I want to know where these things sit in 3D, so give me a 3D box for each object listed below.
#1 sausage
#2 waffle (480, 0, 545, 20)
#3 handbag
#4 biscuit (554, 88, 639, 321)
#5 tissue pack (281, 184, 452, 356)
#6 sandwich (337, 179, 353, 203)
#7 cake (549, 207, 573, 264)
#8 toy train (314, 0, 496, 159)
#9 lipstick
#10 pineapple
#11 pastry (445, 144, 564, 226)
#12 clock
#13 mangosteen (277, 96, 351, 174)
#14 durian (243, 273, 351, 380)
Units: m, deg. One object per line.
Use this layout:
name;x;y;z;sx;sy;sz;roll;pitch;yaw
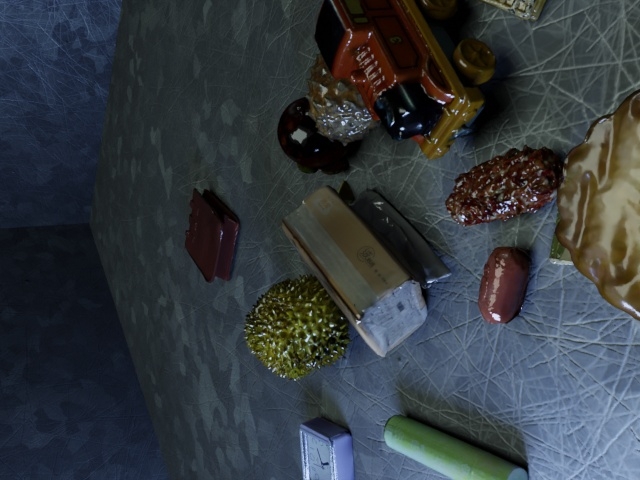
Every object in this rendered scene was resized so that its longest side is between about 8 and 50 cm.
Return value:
sausage;0.309;0.074;0.883;0.076;0.076;0.141;28;118;49
waffle;0.296;-0.423;0.832;0.148;0.042;0.102;38;125;29
handbag;-0.387;-0.018;1.821;0.275;0.084;0.259;41;127;44
biscuit;0.458;-0.043;0.636;0.326;0.107;0.325;19;113;52
tissue pack;0.101;0.039;1.087;0.305;0.239;0.238;51;133;37
sandwich;0.056;-0.103;1.236;0.044;0.083;0.031;38;135;-12
cake;0.391;-0.026;0.799;0.051;0.055;0.139;4;81;55
toy train;0.135;-0.321;0.908;0.163;0.232;0.368;116;136;-61
lipstick;0.247;0.419;1.018;0.304;0.076;0.076;5;99;54
pineapple;0.051;-0.375;1.097;0.175;0.175;0.360;-36;46;50
pastry;0.300;-0.083;0.850;0.209;0.097;0.115;-24;67;55
clock;0.016;0.575;1.360;0.145;0.073;0.193;-1;94;53
mangosteen;-0.011;-0.235;1.216;0.200;0.200;0.199;11;104;53
durian;-0.054;0.221;1.270;0.258;0.258;0.293;63;144;27
